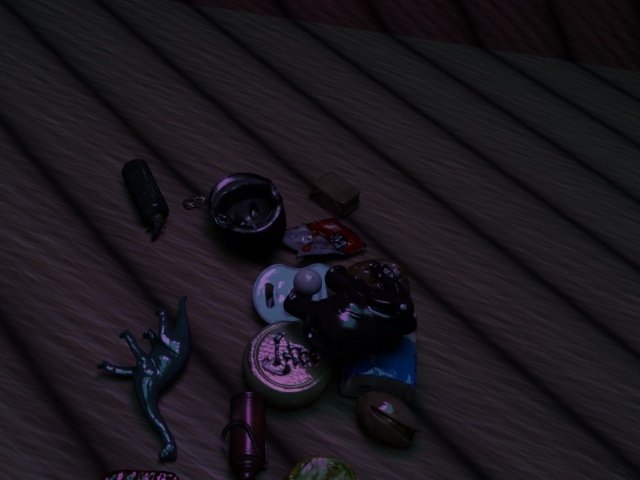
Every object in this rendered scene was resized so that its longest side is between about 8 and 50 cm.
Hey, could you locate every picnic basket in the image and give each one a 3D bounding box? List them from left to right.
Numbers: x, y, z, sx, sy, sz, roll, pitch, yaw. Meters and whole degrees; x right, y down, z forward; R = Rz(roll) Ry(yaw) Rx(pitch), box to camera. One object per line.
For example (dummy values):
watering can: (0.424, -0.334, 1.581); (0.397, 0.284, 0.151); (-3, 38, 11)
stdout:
picnic basket: (0.051, -0.164, 2.399); (0.164, 0.079, 0.115); (35, 49, 20)

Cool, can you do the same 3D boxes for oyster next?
oyster: (-0.431, -0.134, 2.296); (0.083, 0.019, 0.054); (-18, 52, -28)

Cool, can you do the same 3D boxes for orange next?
orange: (-0.024, 0.620, 1.550); (0.179, 0.158, 0.237); (37, 46, 14)

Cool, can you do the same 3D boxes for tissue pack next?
tissue pack: (0.168, 0.316, 1.912); (0.209, 0.137, 0.269); (9, 45, -1)

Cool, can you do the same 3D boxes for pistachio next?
pistachio: (0.178, 0.473, 1.783); (0.185, 0.124, 0.124); (37, 48, 3)

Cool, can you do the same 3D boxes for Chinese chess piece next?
Chinese chess piece: (-0.090, 0.340, 1.845); (0.251, 0.101, 0.250); (5, 50, -6)

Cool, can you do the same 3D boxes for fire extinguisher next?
fire extinguisher: (-0.575, -0.136, 2.218); (0.114, 0.095, 0.311); (-42, 54, 10)

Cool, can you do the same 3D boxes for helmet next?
helmet: (-0.225, -0.075, 2.173); (0.225, 0.177, 0.305); (-27, 45, -9)

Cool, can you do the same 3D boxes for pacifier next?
pacifier: (-0.053, 0.159, 1.960); (0.287, 0.225, 0.238); (2, 65, -9)

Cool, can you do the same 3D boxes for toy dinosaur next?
toy dinosaur: (-0.383, 0.354, 1.789); (0.331, 0.129, 0.383); (41, 49, 11)

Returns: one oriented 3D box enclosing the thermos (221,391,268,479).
thermos: (-0.180, 0.506, 1.678); (0.124, 0.099, 0.232); (34, 34, -36)

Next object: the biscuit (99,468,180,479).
biscuit: (-0.415, 0.672, 1.486); (0.359, 0.046, 0.359); (6, 46, -7)

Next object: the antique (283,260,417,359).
antique: (0.097, 0.199, 1.818); (0.322, 0.185, 0.255); (-29, 39, -22)

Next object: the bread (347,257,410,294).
bread: (0.179, 0.145, 2.098); (0.230, 0.123, 0.230); (6, 42, -6)

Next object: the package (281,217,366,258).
package: (0.000, 0.000, 2.243); (0.270, 0.071, 0.194); (-11, 51, -40)
